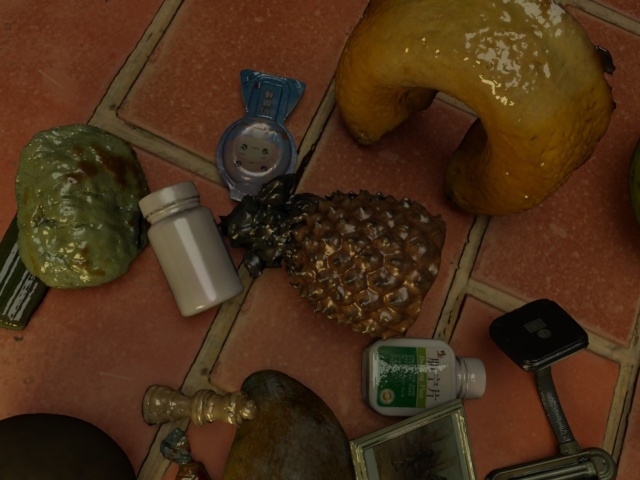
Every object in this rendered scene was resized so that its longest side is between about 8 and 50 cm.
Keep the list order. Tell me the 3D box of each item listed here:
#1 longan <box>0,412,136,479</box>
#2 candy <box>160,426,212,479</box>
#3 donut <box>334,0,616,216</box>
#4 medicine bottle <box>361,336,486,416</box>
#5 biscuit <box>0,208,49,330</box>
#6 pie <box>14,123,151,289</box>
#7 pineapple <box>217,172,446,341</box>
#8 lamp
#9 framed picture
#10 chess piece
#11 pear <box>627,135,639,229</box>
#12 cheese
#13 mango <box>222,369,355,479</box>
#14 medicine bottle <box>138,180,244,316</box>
[{"bbox_3d":[-0.353,0.334,0.756,0.245,0.215,0.246,-9,58,15],"label":"longan"},{"bbox_3d":[-0.173,0.353,0.860,0.053,0.046,0.182,-29,85,-19],"label":"candy"},{"bbox_3d":[0.208,-0.216,0.924,0.435,0.378,0.163,37,71,9],"label":"donut"},{"bbox_3d":[0.158,0.212,0.941,0.183,0.069,0.119,4,77,-9],"label":"medicine bottle"},{"bbox_3d":[-0.427,-0.020,0.936,0.099,0.038,0.323,20,72,0],"label":"biscuit"},{"bbox_3d":[-0.343,-0.053,0.906,0.201,0.090,0.248,-2,86,-35],"label":"pie"},{"bbox_3d":[0.000,-0.001,0.920,0.357,0.223,0.223,22,71,9],"label":"pineapple"},{"bbox_3d":[0.314,0.254,0.926,0.203,0.124,0.283,-20,107,-8],"label":"lamp"},{"bbox_3d":[0.152,0.381,0.849,0.217,0.017,0.275,-11,89,-33],"label":"framed picture"},{"bbox_3d":[-0.166,0.234,0.849,0.171,0.060,0.060,-4,71,24],"label":"chess piece"},{"bbox_3d":[0.706,-0.117,0.970,0.390,0.391,0.391,2,73,-8],"label":"pear"},{"bbox_3d":[-0.101,-0.176,1.024,0.135,0.052,0.245,12,72,-5],"label":"cheese"},{"bbox_3d":[-0.044,0.332,0.842,0.192,0.146,0.316,-5,59,-12],"label":"mango"},{"bbox_3d":[-0.195,0.013,0.911,0.102,0.103,0.187,-23,89,-15],"label":"medicine bottle"}]
